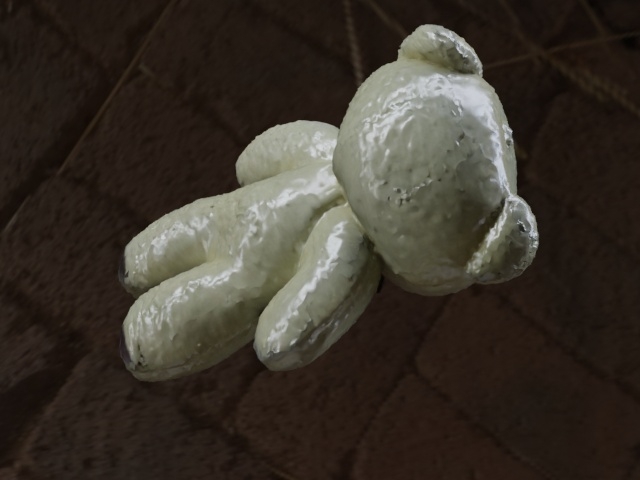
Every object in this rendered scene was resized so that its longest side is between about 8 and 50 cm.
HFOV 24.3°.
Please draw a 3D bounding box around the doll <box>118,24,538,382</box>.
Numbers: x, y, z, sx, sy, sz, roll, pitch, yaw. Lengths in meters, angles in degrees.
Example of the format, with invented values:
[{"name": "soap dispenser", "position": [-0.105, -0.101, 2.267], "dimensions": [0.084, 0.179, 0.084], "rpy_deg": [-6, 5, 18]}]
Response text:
[{"name": "doll", "position": [0.000, -0.003, 0.939], "dimensions": [0.278, 0.149, 0.175], "rpy_deg": [-23, 73, 14]}]
